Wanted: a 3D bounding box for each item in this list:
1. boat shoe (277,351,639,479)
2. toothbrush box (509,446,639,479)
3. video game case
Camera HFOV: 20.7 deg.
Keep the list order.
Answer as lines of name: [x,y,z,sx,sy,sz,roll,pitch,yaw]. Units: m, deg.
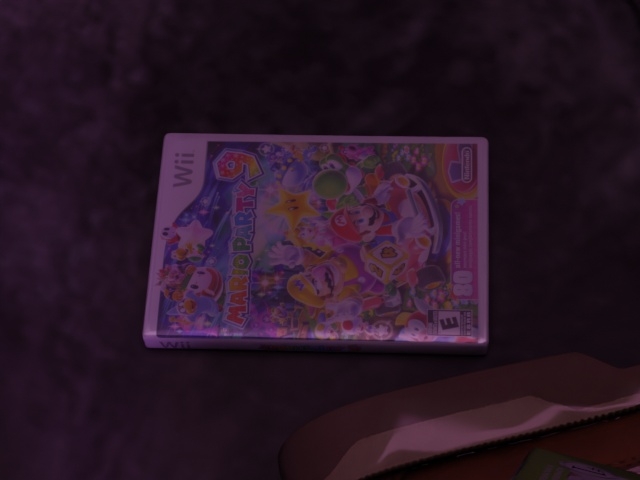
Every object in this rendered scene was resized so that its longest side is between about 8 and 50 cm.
boat shoe: [0.145,0.081,0.534,0.307,0.111,0.104,-16,64,5]
toothbrush box: [0.153,0.190,0.406,0.283,0.122,0.206,16,95,10]
video game case: [0.000,0.000,0.634,0.122,0.011,0.087,1,60,4]
